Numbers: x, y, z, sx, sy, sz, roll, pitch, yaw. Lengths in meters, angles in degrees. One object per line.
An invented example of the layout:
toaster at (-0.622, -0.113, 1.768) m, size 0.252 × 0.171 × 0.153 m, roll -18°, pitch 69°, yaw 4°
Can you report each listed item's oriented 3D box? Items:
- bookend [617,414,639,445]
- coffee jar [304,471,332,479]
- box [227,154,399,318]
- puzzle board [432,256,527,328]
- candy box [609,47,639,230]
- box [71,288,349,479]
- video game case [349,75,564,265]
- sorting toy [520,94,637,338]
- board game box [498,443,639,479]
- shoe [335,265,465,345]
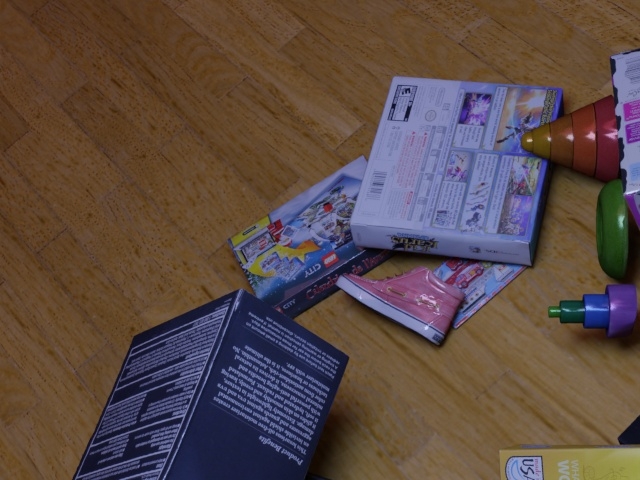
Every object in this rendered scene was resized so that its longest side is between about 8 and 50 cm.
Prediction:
bookend at (0.452, 0.229, 1.803) m, size 0.157 × 0.072 × 0.156 m, roll -45°, pitch 49°, yaw -10°
coffee jar at (-0.048, 0.368, 1.951) m, size 0.096 × 0.079 × 0.184 m, roll 12°, pitch 62°, yaw 35°
box at (0.000, 0.000, 2.230) m, size 0.233 × 0.044 × 0.159 m, roll -32°, pitch 48°, yaw 2°
puzzle board at (0.199, 0.049, 2.114) m, size 0.128 × 0.011 × 0.096 m, roll -41°, pitch 48°, yaw -5°
candy box at (0.428, -0.109, 2.016) m, size 0.071 × 0.159 × 0.233 m, roll -14°, pitch 50°, yaw 20°
box at (-0.151, 0.254, 1.950) m, size 0.296 × 0.183 × 0.294 m, roll -25°, pitch 37°, yaw 54°
video game case at (0.190, -0.099, 2.161) m, size 0.244 × 0.061 × 0.269 m, roll 6°, pitch 55°, yaw 17°
sorting toy at (0.322, -0.033, 2.013) m, size 0.126 × 0.127 × 0.365 m, roll 0°, pitch 53°, yaw 4°
board game box at (0.353, 0.336, 1.687) m, size 0.316 × 0.064 × 0.242 m, roll -6°, pitch 85°, yaw 29°
shoe at (0.107, 0.067, 2.105) m, size 0.178 × 0.063 × 0.081 m, roll 28°, pitch 84°, yaw 34°
